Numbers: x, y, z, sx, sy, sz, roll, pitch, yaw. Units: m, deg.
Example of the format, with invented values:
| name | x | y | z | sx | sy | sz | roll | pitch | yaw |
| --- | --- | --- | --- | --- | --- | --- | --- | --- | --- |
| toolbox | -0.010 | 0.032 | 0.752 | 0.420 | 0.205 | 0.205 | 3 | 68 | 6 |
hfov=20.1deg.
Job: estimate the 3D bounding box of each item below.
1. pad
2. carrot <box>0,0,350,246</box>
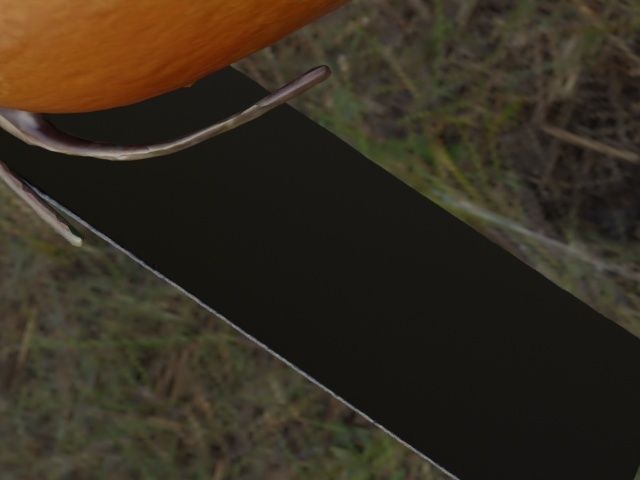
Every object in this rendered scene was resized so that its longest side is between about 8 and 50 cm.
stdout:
| name | x | y | z | sx | sy | sz | roll | pitch | yaw |
| --- | --- | --- | --- | --- | --- | --- | --- | --- | --- |
| pad | 0.000 | 0.000 | 0.705 | 0.300 | 0.202 | 0.005 | 34 | 115 | 5 |
| carrot | -0.064 | -0.139 | 0.557 | 0.331 | 0.214 | 0.193 | -21 | 41 | 27 |
